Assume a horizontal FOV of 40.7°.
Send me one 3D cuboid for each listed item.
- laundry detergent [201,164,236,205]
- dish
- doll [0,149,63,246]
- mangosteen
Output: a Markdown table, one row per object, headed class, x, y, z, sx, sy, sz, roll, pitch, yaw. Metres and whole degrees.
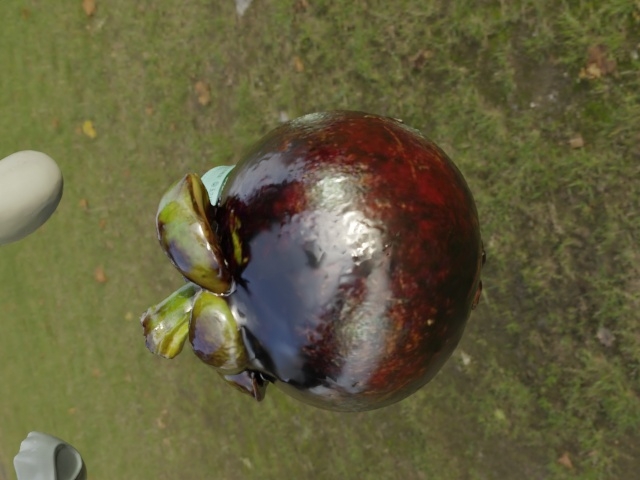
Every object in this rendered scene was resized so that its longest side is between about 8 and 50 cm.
| class | x | y | z | sx | sy | sz | roll | pitch | yaw |
| --- | --- | --- | --- | --- | --- | --- | --- | --- | --- |
| laundry detergent | 0.000 | 0.000 | 1.312 | 0.305 | 0.287 | 0.287 | -9 | 96 | 25 |
| dish | -0.291 | 0.260 | 0.948 | 0.091 | 0.039 | 0.137 | 45 | -164 | -20 |
| doll | -0.234 | 0.039 | 0.375 | 0.242 | 0.311 | 0.160 | 36 | 121 | 30 |
| mangosteen | 0.007 | 0.019 | 0.862 | 0.330 | 0.330 | 0.330 | 39 | 136 | 51 |
